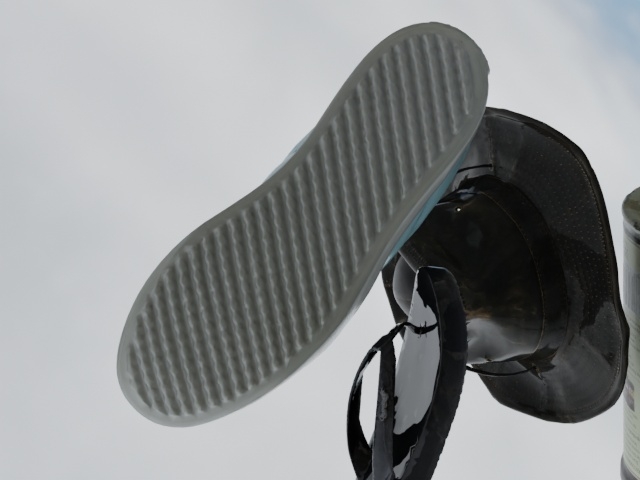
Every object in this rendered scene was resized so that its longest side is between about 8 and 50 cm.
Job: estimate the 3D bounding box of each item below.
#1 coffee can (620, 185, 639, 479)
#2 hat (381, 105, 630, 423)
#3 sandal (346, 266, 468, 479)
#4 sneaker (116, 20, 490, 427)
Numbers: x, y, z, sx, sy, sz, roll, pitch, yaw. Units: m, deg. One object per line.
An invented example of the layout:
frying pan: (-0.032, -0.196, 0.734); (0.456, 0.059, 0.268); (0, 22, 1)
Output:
coffee can: (0.377, 0.096, 1.580); (0.201, 0.201, 0.275); (-69, -23, -67)
hat: (0.134, 0.033, 1.563); (0.134, 0.331, 0.331); (-14, -121, -26)
sandal: (0.044, 0.140, 1.173); (0.054, 0.255, 0.097); (14, -176, -14)
sneaker: (0.000, 0.000, 1.305); (0.135, 0.366, 0.150); (46, -178, 9)
